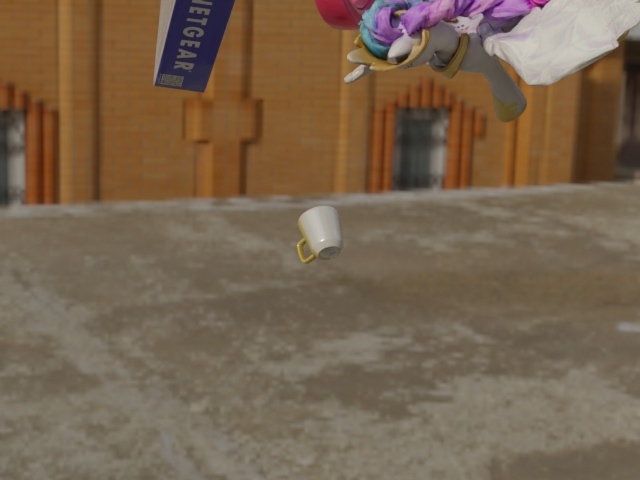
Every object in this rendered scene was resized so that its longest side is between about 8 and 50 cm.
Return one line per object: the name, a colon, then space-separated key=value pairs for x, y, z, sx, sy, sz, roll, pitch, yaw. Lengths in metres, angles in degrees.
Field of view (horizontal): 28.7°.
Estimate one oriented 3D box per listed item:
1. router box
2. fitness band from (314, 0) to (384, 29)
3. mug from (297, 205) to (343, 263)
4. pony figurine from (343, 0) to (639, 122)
router box: x=-0.171 y=-0.424 z=1.808 sx=0.082 sy=0.301 sz=0.335 roll=7 pitch=-22 yaw=-12
fitness band: x=0.051 y=-0.405 z=1.688 sx=0.054 sy=0.209 sz=0.291 roll=0 pitch=31 yaw=22
mug: x=0.004 y=-0.002 z=1.815 sx=0.062 sy=0.078 sz=0.064 roll=-7 pitch=54 yaw=-16
pony figurine: x=0.236 y=-0.283 z=1.551 sx=0.351 sy=0.303 sz=0.363 roll=-36 pitch=-22 yaw=31
